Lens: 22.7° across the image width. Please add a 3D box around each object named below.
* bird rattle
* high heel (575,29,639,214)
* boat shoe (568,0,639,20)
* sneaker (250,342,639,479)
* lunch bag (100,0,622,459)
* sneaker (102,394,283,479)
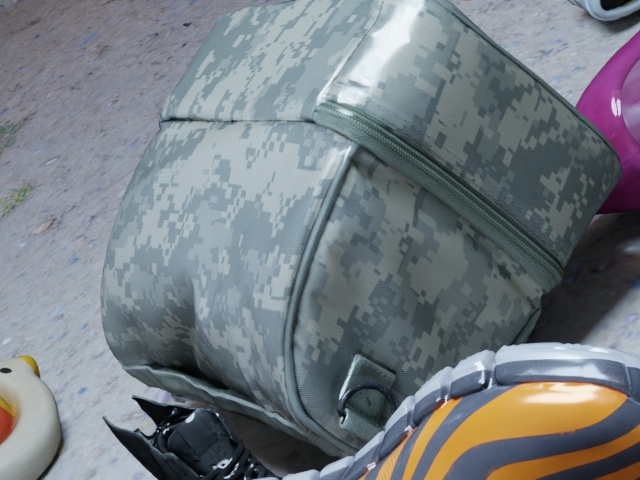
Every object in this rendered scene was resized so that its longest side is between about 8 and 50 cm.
[{"bbox_3d":[-0.297,0.152,1.184,0.207,0.143,0.253,-15,23,-7],"label":"bird rattle"},{"bbox_3d":[0.284,-0.145,1.122,0.377,0.127,0.181,-35,-2,-46],"label":"high heel"},{"bbox_3d":[0.350,-0.299,1.376,0.320,0.118,0.103,-32,27,4],"label":"boat shoe"},{"bbox_3d":[0.032,0.173,0.710,0.321,0.124,0.180,-35,20,39],"label":"sneaker"},{"bbox_3d":[0.000,0.000,1.013,0.256,0.212,0.305,-58,28,-12],"label":"lunch bag"},{"bbox_3d":[-0.059,0.139,0.937,0.051,0.089,0.170,-40,23,-25],"label":"sneaker"}]
